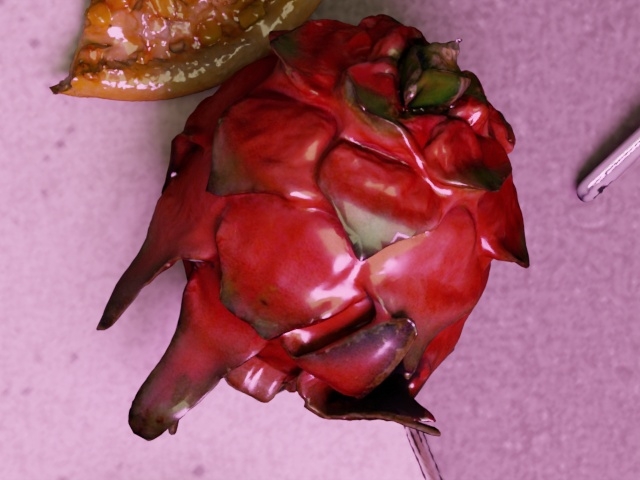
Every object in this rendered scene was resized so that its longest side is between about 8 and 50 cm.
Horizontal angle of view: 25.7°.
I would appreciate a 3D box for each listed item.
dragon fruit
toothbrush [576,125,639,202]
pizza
[{"bbox_3d":[0.000,0.000,0.756,0.192,0.193,0.274,29,115,-12],"label":"dragon fruit"},{"bbox_3d":[0.272,-0.123,0.838,0.304,0.030,0.030,-42,105,13],"label":"toothbrush"},{"bbox_3d":[-0.075,-0.149,0.790,0.178,0.041,0.130,-14,99,-11],"label":"pizza"}]
